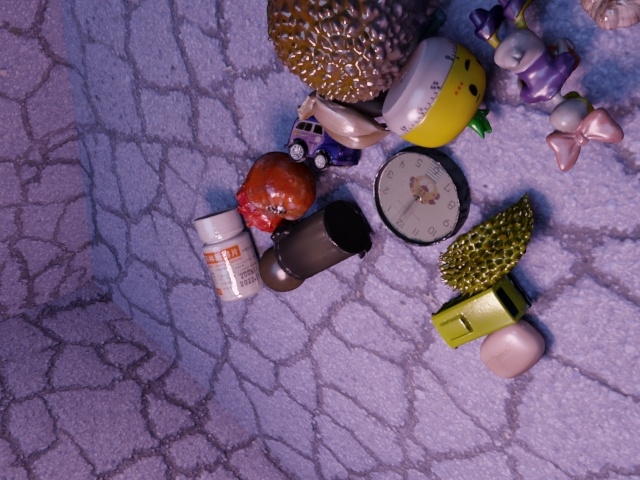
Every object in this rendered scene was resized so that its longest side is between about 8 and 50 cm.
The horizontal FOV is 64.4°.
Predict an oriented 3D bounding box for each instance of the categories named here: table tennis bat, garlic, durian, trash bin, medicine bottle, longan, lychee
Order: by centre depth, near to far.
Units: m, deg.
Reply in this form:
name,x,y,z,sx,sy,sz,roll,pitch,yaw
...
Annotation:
name,x,y,z,sx,sy,sz,roll,pitch,yaw
garlic,0.603,-0.504,1.014,0.147,0.102,0.159,-4,90,39
lychee,0.057,-0.544,1.269,0.380,0.381,0.432,-54,45,44
table tennis bat,0.265,-0.535,1.375,0.124,0.033,0.201,53,139,7
durian,0.445,0.033,1.393,0.157,0.169,0.355,49,137,4
garlic,0.090,-0.375,1.456,0.292,0.237,0.210,19,98,-5
trash bin,0.000,0.000,1.771,0.252,0.202,0.302,41,140,-19
longan,-0.141,0.103,1.970,0.220,0.197,0.196,-24,93,48
medicine bottle,-0.387,0.058,2.170,0.211,0.211,0.371,-6,107,45

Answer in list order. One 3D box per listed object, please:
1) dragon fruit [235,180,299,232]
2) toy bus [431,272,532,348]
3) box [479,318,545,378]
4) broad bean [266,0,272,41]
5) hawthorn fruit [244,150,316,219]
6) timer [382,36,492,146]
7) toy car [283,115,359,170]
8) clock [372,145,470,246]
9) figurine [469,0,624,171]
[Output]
name,x,y,z,sx,sy,sz,roll,pitch,yaw
dragon fruit,-0.196,-0.124,1.913,0.268,0.210,0.205,39,176,-19
toy bus,0.456,0.210,1.481,0.128,0.150,0.262,56,135,5
box,0.557,0.317,1.483,0.146,0.088,0.200,45,134,19
broad bean,-0.150,-0.758,1.647,0.070,0.048,0.213,28,124,33
hawthorn fruit,-0.128,-0.210,1.718,0.242,0.242,0.271,-28,49,47
timer,0.322,-0.347,1.282,0.285,0.285,0.285,21,124,36
toy car,0.014,-0.318,1.637,0.235,0.172,0.157,25,111,28
clock,0.294,-0.129,1.531,0.313,0.061,0.312,20,123,35
figurine,0.493,-0.370,1.123,0.420,0.193,0.154,55,134,2
